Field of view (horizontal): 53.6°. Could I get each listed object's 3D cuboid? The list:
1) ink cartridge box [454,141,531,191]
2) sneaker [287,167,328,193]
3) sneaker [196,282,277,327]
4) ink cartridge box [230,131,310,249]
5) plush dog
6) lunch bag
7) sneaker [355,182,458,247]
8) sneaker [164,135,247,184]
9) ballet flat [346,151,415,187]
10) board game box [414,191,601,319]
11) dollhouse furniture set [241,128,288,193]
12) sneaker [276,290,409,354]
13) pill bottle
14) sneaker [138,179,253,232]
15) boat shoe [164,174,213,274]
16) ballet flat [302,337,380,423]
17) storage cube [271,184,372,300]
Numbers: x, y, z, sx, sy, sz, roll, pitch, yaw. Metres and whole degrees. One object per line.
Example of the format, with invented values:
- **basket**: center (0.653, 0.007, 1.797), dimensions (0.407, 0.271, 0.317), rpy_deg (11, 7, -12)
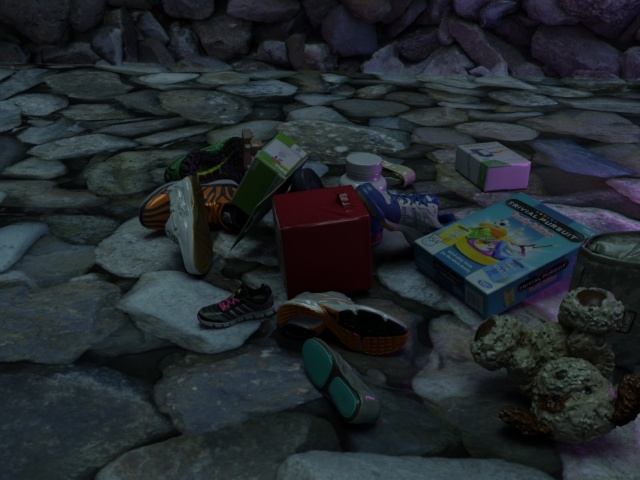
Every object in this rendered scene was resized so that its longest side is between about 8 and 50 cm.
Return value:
- **ink cartridge box**: center (0.553, -0.242, 2.056), dimensions (0.155, 0.093, 0.212), rpy_deg (-6, 26, -14)
- **sneaker**: center (-0.049, -0.099, 1.626), dimensions (0.131, 0.112, 0.319), rpy_deg (-12, -13, 9)
- **sneaker**: center (-0.173, 0.128, 1.314), dimensions (0.171, 0.074, 0.063), rpy_deg (-9, 29, -19)
- **ink cartridge box**: center (-0.154, -0.122, 1.545), dimensions (0.097, 0.188, 0.255), rpy_deg (39, 46, 1)
- **plush dog**: center (0.409, 0.237, 1.070), dimensions (0.263, 0.210, 0.225), rpy_deg (-20, 37, 19)
- **lunch bag**: center (0.602, 0.110, 1.214), dimensions (0.287, 0.235, 0.169), rpy_deg (-5, 31, -13)
- **sneaker**: center (0.210, -0.080, 1.526), dimensions (0.297, 0.131, 0.111), rpy_deg (30, 24, -37)
- **sneaker**: center (-0.343, -0.242, 1.968), dimensions (0.146, 0.134, 0.344), rpy_deg (-4, 11, 35)
- **ballet flat**: center (0.179, -0.220, 2.018), dimensions (0.249, 0.086, 0.086), rpy_deg (18, 31, 27)
- **board game box**: center (0.428, 0.023, 1.471), dimensions (0.336, 0.079, 0.254), rpy_deg (-24, 37, -20)
- **dollhouse furniture set**: center (-0.167, -0.239, 1.916), dimensions (0.123, 0.144, 0.151), rpy_deg (-5, 43, -12)
- **sneaker**: center (0.053, 0.147, 1.273), dimensions (0.263, 0.099, 0.121), rpy_deg (11, 24, 16)
- **pill bottle**: center (0.106, -0.105, 1.622), dimensions (0.125, 0.221, 0.124), rpy_deg (1, 28, -1)
- **sneaker**: center (-0.300, -0.083, 1.665), dimensions (0.321, 0.124, 0.180), rpy_deg (-19, 33, -35)
- **boat shoe**: center (-0.328, -0.028, 1.538), dimensions (0.096, 0.098, 0.276), rpy_deg (-18, 56, 9)
- **ballet flat**: center (0.035, 0.249, 1.119), dimensions (0.068, 0.072, 0.213), rpy_deg (18, 17, -34)
- **storage cube**: center (0.000, 0.000, 1.432), dimensions (0.193, 0.214, 0.183), rpy_deg (-9, 29, -7)
